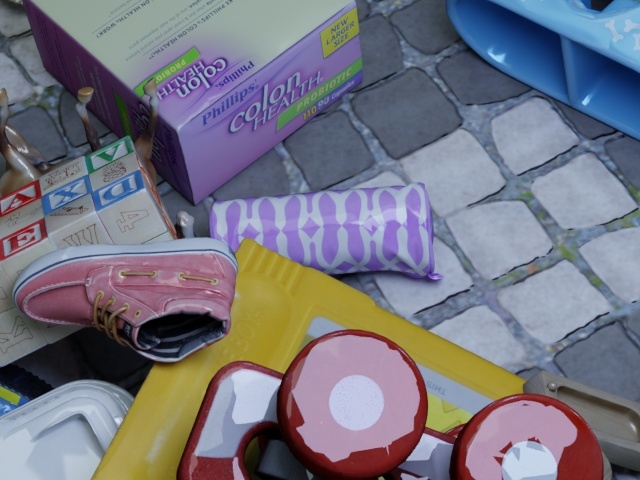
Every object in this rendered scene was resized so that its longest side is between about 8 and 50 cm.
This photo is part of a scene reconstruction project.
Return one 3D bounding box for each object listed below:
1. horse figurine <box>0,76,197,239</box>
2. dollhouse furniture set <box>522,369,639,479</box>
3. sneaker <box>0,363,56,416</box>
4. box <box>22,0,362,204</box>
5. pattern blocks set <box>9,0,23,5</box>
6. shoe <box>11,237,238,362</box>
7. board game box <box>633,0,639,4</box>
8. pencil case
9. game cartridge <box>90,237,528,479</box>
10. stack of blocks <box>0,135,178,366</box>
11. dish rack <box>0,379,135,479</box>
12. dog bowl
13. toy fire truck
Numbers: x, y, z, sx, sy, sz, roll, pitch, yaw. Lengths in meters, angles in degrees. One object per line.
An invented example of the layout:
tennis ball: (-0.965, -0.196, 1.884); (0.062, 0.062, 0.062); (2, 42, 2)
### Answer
horse figurine: (-0.228, -0.064, 1.485); (0.263, 0.174, 0.066); (4, 35, 18)
dollhouse furniture set: (0.255, 0.159, 1.253); (0.144, 0.123, 0.151); (20, 45, -28)
sneaker: (-0.212, 0.179, 1.365); (0.209, 0.069, 0.082); (29, 100, 11)
box: (-0.120, -0.193, 1.570); (0.213, 0.117, 0.243); (-38, 60, -20)
pattern blocks set: (-0.290, -0.323, 1.728); (0.325, 0.026, 0.285); (-33, 56, -15)
shoe: (-0.150, 0.049, 1.258); (0.178, 0.063, 0.081); (-8, 41, 6)
board game box: (0.340, -0.270, 1.569); (0.160, 0.047, 0.210); (39, 41, 27)
pencil case: (0.000, 0.000, 1.448); (0.206, 0.086, 0.088); (-6, 89, 4)
game cartridge: (0.014, 0.171, 1.271); (0.323, 0.053, 0.285); (27, 55, -2)
stack of blocks: (-0.268, 0.026, 1.381); (0.297, 0.087, 0.171); (-26, 27, -1)
dish rack: (-0.205, 0.280, 1.234); (0.285, 0.072, 0.333); (-27, 71, -12)
dog bowl: (0.241, -0.179, 1.506); (0.297, 0.166, 0.074); (31, 75, 23)
toy fire truck: (0.042, 0.215, 1.142); (0.302, 0.169, 0.254); (20, 73, -3)
